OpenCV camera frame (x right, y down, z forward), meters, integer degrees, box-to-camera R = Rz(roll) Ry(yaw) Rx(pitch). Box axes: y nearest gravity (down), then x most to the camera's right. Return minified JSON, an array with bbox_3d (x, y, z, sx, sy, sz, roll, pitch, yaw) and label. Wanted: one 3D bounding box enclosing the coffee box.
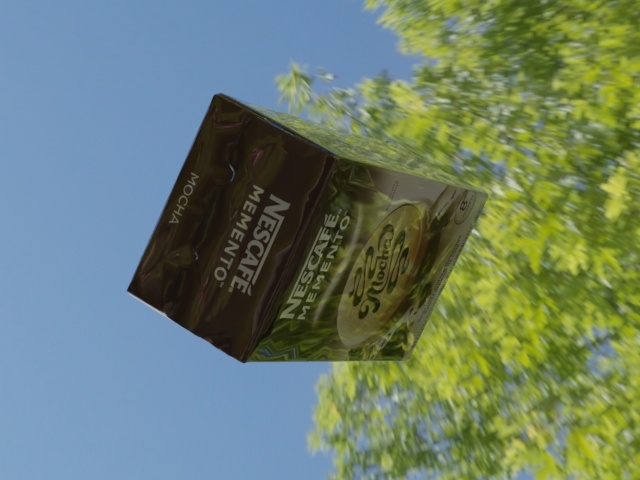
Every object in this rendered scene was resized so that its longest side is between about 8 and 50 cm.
[{"bbox_3d":[0.000,0.000,1.281,0.119,0.297,0.168,29,-80,26],"label":"coffee box"}]
